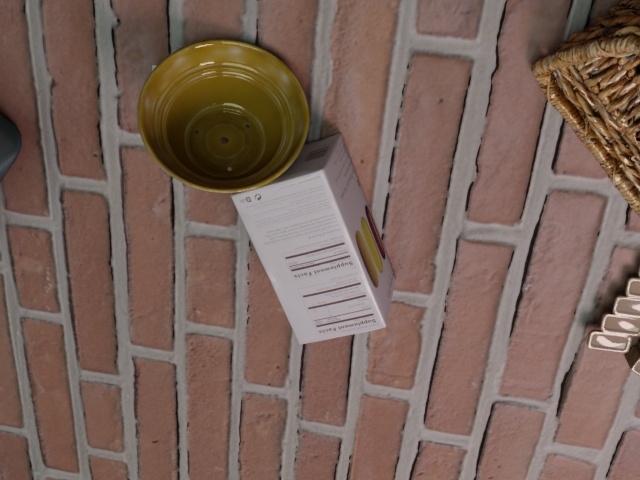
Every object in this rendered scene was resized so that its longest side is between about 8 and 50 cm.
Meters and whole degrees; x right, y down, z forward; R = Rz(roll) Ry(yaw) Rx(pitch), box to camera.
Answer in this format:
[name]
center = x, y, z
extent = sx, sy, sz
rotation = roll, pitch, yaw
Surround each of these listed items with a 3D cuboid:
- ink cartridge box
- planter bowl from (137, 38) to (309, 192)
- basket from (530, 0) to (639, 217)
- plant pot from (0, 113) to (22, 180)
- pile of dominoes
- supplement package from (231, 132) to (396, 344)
[ink cartridge box]
center = -0.203, -0.189, 1.008
extent = 0.063, 0.029, 0.115
rotation = 10, 118, 7
[planter bowl]
center = -0.127, -0.148, 0.952
extent = 0.217, 0.217, 0.090
rotation = 23, 161, 0
[basket]
center = 0.411, -0.126, 0.800
extent = 0.223, 0.213, 0.299
rotation = -34, 105, 25
[plant pot]
center = -0.570, -0.109, 1.003
extent = 0.248, 0.252, 0.247
rotation = 41, 118, -10
[pile of dominoes]
center = 0.515, 0.086, 1.005
extent = 0.196, 0.040, 0.251
rotation = 26, 111, -1
[supplement package]
center = 0.000, 0.000, 1.001
extent = 0.134, 0.139, 0.244
rotation = -14, 115, 20
